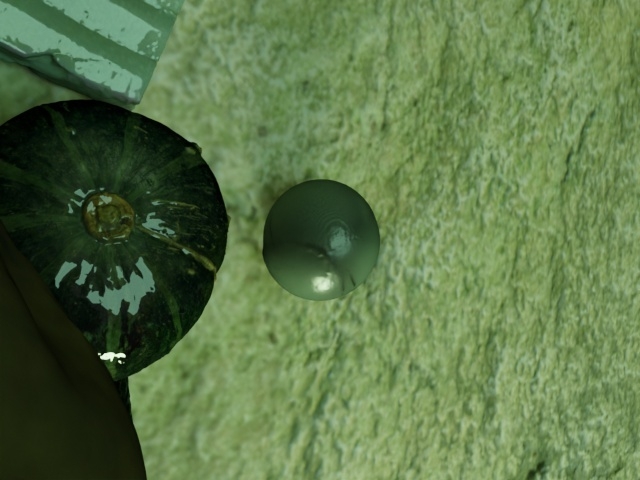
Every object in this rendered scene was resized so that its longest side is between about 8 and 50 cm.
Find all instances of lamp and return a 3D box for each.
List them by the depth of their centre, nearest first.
[{"bbox_3d":[0.000,0.000,0.728,0.105,0.105,0.105,-7,101,-40],"label":"lamp"}]

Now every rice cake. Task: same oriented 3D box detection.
[{"bbox_3d":[-0.202,-0.182,0.564,0.237,0.043,0.127,28,78,-38],"label":"rice cake"}]

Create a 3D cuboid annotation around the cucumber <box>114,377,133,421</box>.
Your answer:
[{"bbox_3d":[-0.164,0.165,0.648,0.052,0.058,0.215,-3,105,4],"label":"cucumber"}]

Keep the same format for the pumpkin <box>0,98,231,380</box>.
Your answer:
[{"bbox_3d":[-0.154,0.000,0.558,0.190,0.146,0.190,14,56,-21],"label":"pumpkin"}]

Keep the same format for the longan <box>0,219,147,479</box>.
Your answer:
[{"bbox_3d":[-0.239,0.093,0.379,0.288,0.288,0.350,-45,101,-27],"label":"longan"}]
